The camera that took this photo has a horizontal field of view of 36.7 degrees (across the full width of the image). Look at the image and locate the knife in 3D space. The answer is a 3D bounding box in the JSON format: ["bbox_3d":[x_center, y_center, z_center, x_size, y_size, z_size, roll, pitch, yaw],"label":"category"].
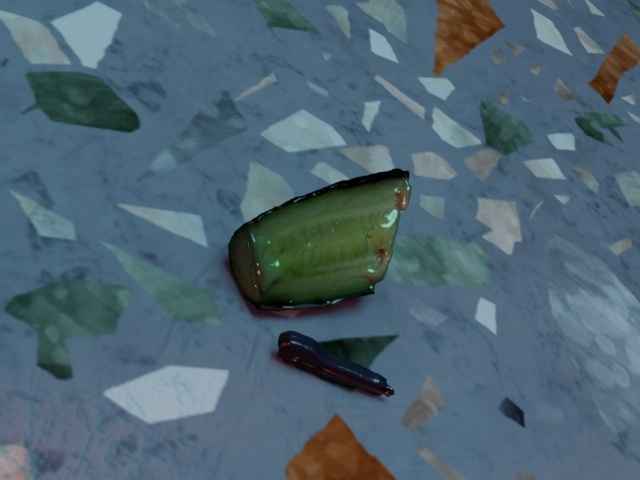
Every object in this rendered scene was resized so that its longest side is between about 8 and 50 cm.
[{"bbox_3d":[0.015,0.113,0.867,0.121,0.031,0.018,23,39,-17],"label":"knife"}]

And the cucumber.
[{"bbox_3d":[0.000,0.000,0.933,0.193,0.115,0.086,-17,19,-40],"label":"cucumber"}]
